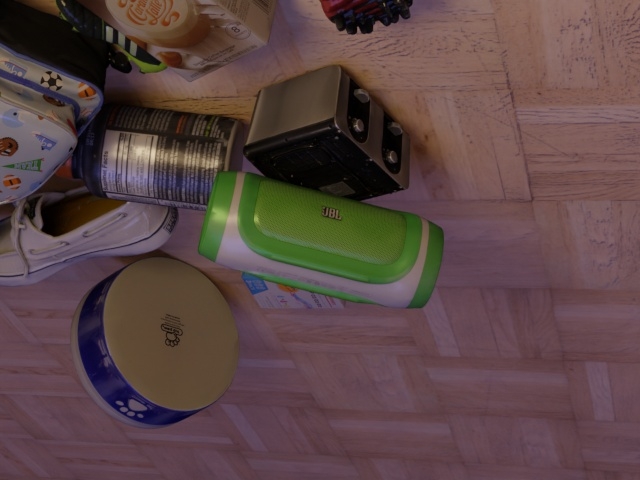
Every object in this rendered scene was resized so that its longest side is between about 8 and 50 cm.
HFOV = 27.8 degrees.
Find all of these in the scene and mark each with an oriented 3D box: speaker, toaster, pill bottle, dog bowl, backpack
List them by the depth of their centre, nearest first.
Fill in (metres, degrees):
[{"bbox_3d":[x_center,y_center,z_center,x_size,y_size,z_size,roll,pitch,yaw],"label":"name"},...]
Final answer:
[{"bbox_3d":[-0.416,-0.164,1.600,0.276,0.213,0.263,26,136,-25],"label":"backpack"},{"bbox_3d":[0.000,0.000,1.640,0.296,0.131,0.131,14,150,-7],"label":"speaker"},{"bbox_3d":[0.006,-0.123,1.666,0.185,0.110,0.168,-14,142,36],"label":"toaster"},{"bbox_3d":[-0.233,-0.115,1.736,0.245,0.130,0.130,8,150,5],"label":"pill bottle"},{"bbox_3d":[-0.265,0.164,2.088,0.265,0.265,0.104,28,143,-28],"label":"dog bowl"}]

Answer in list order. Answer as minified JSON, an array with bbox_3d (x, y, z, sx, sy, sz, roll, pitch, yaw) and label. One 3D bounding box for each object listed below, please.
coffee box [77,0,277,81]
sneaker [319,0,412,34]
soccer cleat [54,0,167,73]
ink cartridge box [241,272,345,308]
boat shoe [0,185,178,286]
[{"bbox_3d":[-0.182,-0.297,1.437,0.141,0.098,0.246,-19,139,40],"label":"coffee box"},{"bbox_3d":[0.016,-0.307,1.366,0.097,0.135,0.276,-21,163,24],"label":"sneaker"},{"bbox_3d":[-0.241,-0.264,1.563,0.072,0.060,0.179,-25,142,32],"label":"soccer cleat"},{"bbox_3d":[-0.020,0.058,2.033,0.181,0.062,0.104,-1,148,18],"label":"ink cartridge box"},{"bbox_3d":[-0.405,-0.031,1.929,0.367,0.136,0.156,-9,145,25],"label":"boat shoe"}]
